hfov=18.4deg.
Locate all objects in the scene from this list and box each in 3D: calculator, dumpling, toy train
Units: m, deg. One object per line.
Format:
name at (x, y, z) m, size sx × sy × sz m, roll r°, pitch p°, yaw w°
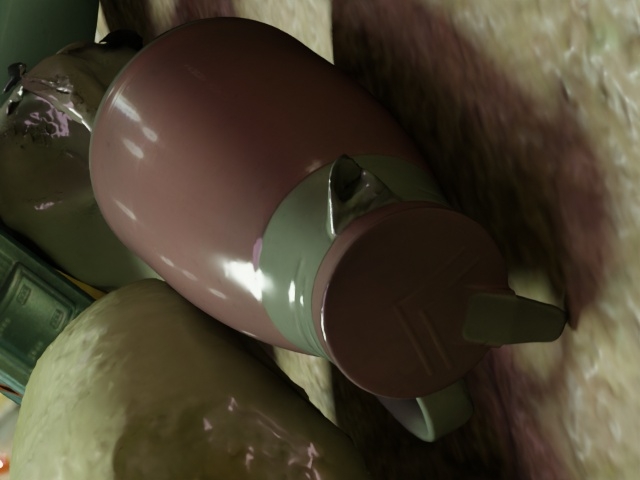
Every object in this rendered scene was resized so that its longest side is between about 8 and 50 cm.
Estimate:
calculator at (-0.216, -0.145, 1.462) m, size 0.184 × 0.042 × 0.295 m, roll 35°, pitch -118°, yaw -71°
dumpling at (-0.128, -0.035, 1.353) m, size 0.204 × 0.163 × 0.293 m, roll 29°, pitch 159°, yaw 8°
toy train at (-0.194, 0.061, 1.324) m, size 0.089 × 0.086 × 0.409 m, roll 13°, pitch 157°, yaw 50°

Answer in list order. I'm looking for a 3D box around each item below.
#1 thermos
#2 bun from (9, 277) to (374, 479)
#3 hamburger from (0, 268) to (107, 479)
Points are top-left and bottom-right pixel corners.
thermos at (0.000, 0.000, 0.971) m, size 0.265 × 0.146 × 0.176 m, roll 39°, pitch 160°, yaw 58°
bun at (-0.060, 0.209, 1.112) m, size 0.364 × 0.202 × 0.364 m, roll 54°, pitch 170°, yaw 14°
hamburger at (-0.200, 0.153, 1.545) m, size 0.237 × 0.276 × 0.276 m, roll 46°, pitch 160°, yaw 0°
